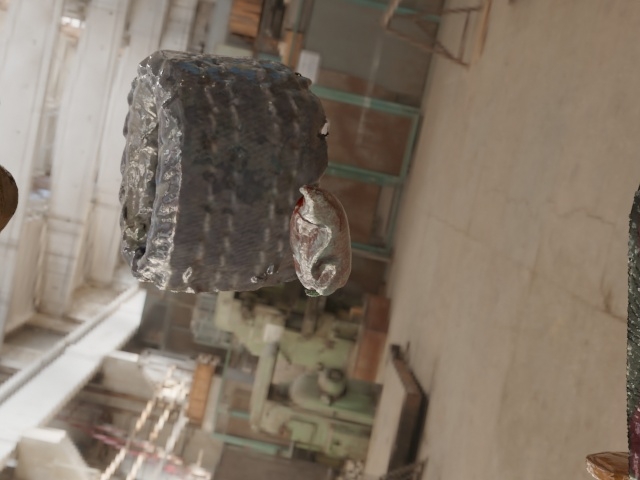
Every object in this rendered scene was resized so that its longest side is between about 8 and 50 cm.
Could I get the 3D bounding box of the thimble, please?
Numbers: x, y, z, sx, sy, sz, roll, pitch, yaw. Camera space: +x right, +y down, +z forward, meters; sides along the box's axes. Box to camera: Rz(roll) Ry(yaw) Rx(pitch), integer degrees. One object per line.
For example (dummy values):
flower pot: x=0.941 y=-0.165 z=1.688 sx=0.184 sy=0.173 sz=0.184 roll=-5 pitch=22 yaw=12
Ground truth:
thimble: x=-0.100 y=-0.066 z=0.951 sx=0.205 sy=0.172 sz=0.236 roll=-176 pitch=89 yaw=-69

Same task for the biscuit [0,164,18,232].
biscuit: x=-0.197 y=-0.048 z=0.408 sx=0.124 sy=0.175 sz=0.026 roll=-48 pitch=-18 yaw=6

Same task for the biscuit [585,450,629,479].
biscuit: x=0.299 y=0.206 z=0.852 sx=0.102 sy=0.130 sz=0.019 roll=10 pitch=94 yaw=64

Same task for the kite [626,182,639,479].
kite: x=0.207 y=0.140 z=0.440 sx=0.022 sy=0.204 sz=0.361 roll=-23 pitch=-53 yaw=-83

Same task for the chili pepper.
chili pepper: x=0.000 y=-0.001 z=0.791 sx=0.153 sy=0.050 sz=0.041 roll=85 pitch=172 yaw=-48
